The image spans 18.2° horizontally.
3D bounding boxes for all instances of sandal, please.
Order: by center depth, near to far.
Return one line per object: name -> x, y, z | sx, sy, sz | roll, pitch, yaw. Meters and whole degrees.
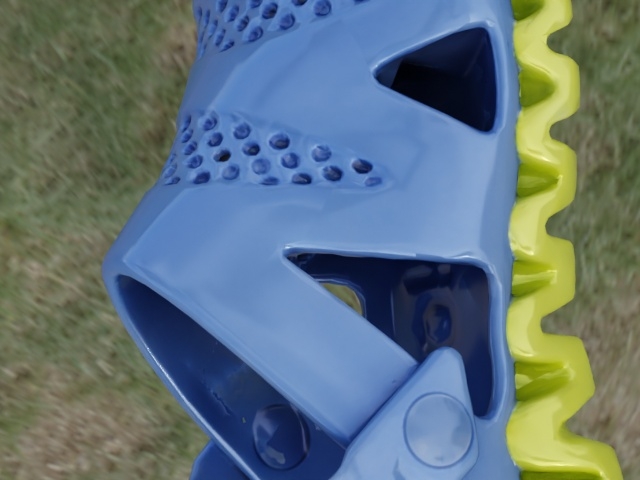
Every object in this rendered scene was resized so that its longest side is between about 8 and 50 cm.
sandal -> 0.000, 0.000, 0.579 | 0.138, 0.126, 0.317 | -5, 79, -28
